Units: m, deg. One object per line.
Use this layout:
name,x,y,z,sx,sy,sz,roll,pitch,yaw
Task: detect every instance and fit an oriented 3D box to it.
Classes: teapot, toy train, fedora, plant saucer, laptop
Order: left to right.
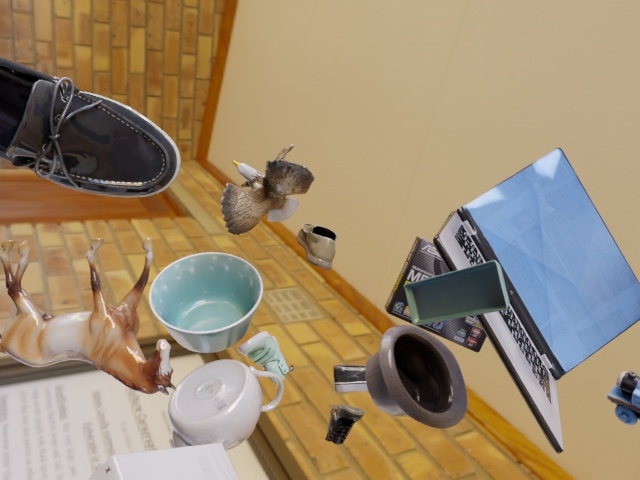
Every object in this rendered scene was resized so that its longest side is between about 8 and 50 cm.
teapot,-0.248,0.441,1.462,0.253,0.255,0.187,-72,148,-55
fedora,0.204,0.325,1.323,0.124,0.275,0.244,-35,-129,35
plant saucer,0.193,0.079,0.828,0.192,0.018,0.067,-25,-106,57
laptop,0.416,0.069,1.004,0.236,0.408,0.382,-31,-90,23
toy train,0.625,0.304,1.047,0.184,0.080,0.105,22,-48,47

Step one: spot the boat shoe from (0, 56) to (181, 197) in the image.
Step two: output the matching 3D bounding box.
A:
boat shoe,-0.480,-0.199,0.986,0.187,0.499,0.156,-64,-152,4

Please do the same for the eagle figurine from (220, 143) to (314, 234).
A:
eagle figurine,-0.145,-0.133,1.493,0.298,0.225,0.227,-115,-146,-69

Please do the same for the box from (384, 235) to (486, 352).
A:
box,0.332,0.140,1.493,0.060,0.269,0.216,-90,-155,-83

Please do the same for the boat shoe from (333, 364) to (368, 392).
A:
boat shoe,0.191,0.436,1.896,0.113,0.306,0.105,120,-34,-81

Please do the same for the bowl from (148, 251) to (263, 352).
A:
bowl,-0.314,0.194,1.620,0.312,0.311,0.163,-125,-153,-43

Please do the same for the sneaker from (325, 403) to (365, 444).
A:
sneaker,0.077,0.574,1.771,0.222,0.083,0.118,124,-19,-69

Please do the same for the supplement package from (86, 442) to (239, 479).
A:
supplement package,-0.303,0.518,1.085,0.175,0.293,0.178,-43,-121,14

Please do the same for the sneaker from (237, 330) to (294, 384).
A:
sneaker,-0.164,0.373,1.790,0.151,0.094,0.256,60,8,18

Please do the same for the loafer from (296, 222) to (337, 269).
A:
loafer,0.000,0.000,0.907,0.050,0.056,0.148,-62,-160,13

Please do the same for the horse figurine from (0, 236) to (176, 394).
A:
horse figurine,-0.292,0.085,0.653,0.066,0.263,0.175,-66,155,-88
